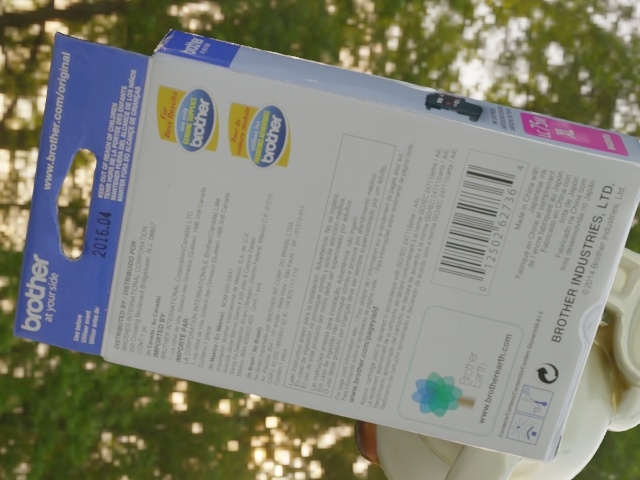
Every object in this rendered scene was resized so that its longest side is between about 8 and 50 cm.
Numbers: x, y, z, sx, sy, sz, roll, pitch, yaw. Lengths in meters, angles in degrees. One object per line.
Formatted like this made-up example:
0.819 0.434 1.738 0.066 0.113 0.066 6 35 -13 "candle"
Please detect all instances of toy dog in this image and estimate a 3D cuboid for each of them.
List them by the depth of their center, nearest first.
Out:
0.196 0.173 1.350 0.408 0.284 0.395 115 -8 -63 "toy dog"

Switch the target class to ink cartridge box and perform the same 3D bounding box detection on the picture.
0.000 0.000 0.682 0.065 0.311 0.186 -84 -174 -66 "ink cartridge box"
